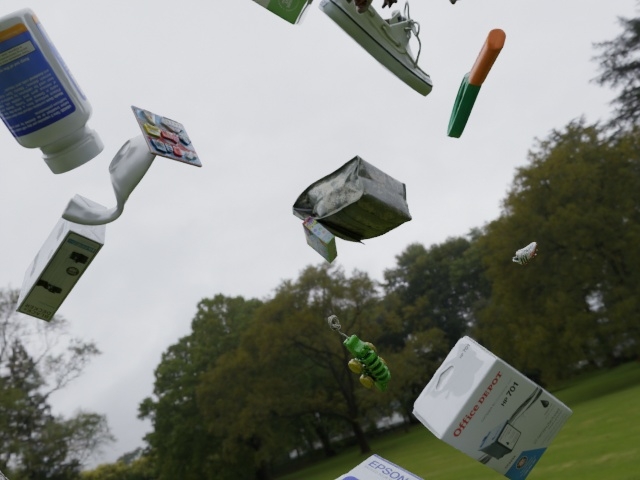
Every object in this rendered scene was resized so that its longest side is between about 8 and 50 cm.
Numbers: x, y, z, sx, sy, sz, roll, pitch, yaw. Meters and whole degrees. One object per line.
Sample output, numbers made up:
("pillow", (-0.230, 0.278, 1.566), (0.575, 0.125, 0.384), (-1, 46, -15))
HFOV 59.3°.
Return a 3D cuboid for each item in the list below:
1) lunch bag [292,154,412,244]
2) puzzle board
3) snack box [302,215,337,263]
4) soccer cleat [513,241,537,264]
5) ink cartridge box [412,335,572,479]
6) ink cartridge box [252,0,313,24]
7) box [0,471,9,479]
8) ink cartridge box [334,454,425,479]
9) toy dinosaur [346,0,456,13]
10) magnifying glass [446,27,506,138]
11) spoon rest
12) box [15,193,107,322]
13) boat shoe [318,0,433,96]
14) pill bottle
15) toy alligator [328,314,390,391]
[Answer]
("lunch bag", (0.087, -0.095, 1.701), (0.287, 0.169, 0.235), (-28, -36, 36))
("puzzle board", (-0.258, -0.176, 0.956), (0.011, 0.097, 0.128), (-33, -16, 20))
("snack box", (0.000, 0.000, 1.621), (0.037, 0.100, 0.141), (-46, -21, -15))
("soccer cleat", (0.467, 0.029, 1.283), (0.035, 0.029, 0.083), (12, -30, 2))
("ink cartridge box", (0.252, 0.250, 0.824), (0.190, 0.082, 0.140), (35, -89, -27))
("ink cartridge box", (-0.154, -0.641, 1.195), (0.207, 0.353, 0.119), (-59, 5, 22))
("box", (-0.495, 0.482, 0.806), (0.191, 0.143, 0.382), (-26, -58, -14))
("ink cartridge box", (0.076, 0.408, 0.682), (0.307, 0.072, 0.303), (-10, 14, -41))
("toy dinosaur", (0.093, -0.440, 0.792), (0.127, 0.296, 0.200), (-21, -25, 25))
("magnifying glass", (0.208, -0.210, 0.766), (0.026, 0.092, 0.231), (15, -11, 6))
("spoon rest", (-0.376, -0.105, 1.056), (0.276, 0.137, 0.084), (-30, -52, 32))
("box", (-0.653, 0.046, 1.422), (0.087, 0.169, 0.290), (28, -65, -33))
("boat shoe", (0.177, -0.519, 1.394), (0.367, 0.136, 0.156), (35, -73, -22))
("pill bottle", (-0.518, -0.263, 1.025), (0.152, 0.152, 0.272), (-19, -60, 8))
("toy alligator", (0.082, 0.213, 1.043), (0.051, 0.190, 0.056), (-12, 29, 53))
